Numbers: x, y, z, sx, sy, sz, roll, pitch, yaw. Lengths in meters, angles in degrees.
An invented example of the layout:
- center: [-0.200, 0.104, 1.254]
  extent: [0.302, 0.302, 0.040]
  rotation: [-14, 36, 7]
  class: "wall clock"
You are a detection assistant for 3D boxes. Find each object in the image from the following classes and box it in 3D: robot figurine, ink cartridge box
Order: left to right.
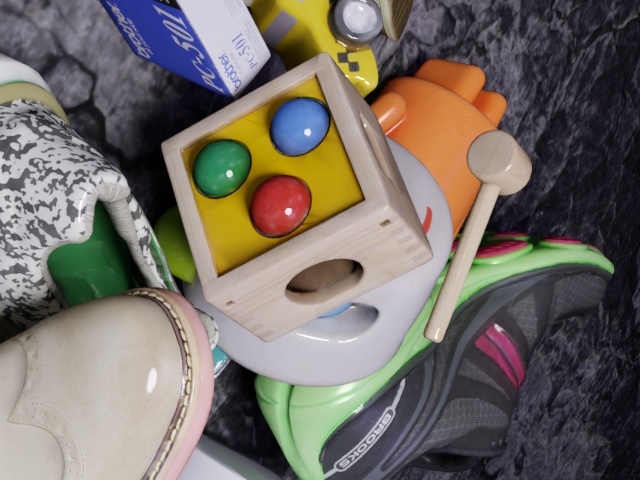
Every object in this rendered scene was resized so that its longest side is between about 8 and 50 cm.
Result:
- center: [-0.109, -0.176, 0.738]
  extent: [0.046, 0.097, 0.207]
  rotation: [-54, 148, -15]
  class: "ink cartridge box"
- center: [0.079, -0.060, 1.089]
  extent: [0.219, 0.128, 0.158]
  rotation: [-58, 171, -10]
  class: "robot figurine"

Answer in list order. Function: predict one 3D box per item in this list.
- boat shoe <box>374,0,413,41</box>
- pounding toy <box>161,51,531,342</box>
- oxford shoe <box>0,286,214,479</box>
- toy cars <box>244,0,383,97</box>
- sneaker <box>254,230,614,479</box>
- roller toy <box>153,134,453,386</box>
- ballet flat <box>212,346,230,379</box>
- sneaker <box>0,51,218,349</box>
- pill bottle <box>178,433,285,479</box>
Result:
- center: [0.042, -0.221, 0.997]
  extent: [0.056, 0.048, 0.153]
  rotation: [-68, 158, -15]
  class: "boat shoe"
- center: [0.023, -0.024, 0.742]
  extent: [0.206, 0.181, 0.094]
  rotation: [-28, 147, 13]
  class: "pounding toy"
- center: [-0.229, 0.154, 0.647]
  extent: [0.397, 0.140, 0.146]
  rotation: [-39, 149, 14]
  class: "oxford shoe"
- center: [-0.012, -0.269, 0.776]
  extent: [0.087, 0.176, 0.393]
  rotation: [-7, 125, -19]
  class: "toy cars"
- center: [0.124, 0.118, 1.205]
  extent: [0.483, 0.185, 0.202]
  rotation: [-24, 110, -40]
  class: "sneaker"
- center: [0.000, 0.000, 0.925]
  extent: [0.209, 0.191, 0.146]
  rotation: [-23, 149, -39]
  class: "roller toy"
- center: [-0.113, 0.119, 1.031]
  extent: [0.114, 0.041, 0.041]
  rotation: [-53, 148, -16]
  class: "ballet flat"
- center: [-0.143, 0.063, 0.789]
  extent: [0.158, 0.182, 0.410]
  rotation: [-49, 147, -21]
  class: "sneaker"
- center: [-0.132, 0.318, 1.028]
  extent: [0.283, 0.161, 0.161]
  rotation: [-61, 150, -3]
  class: "pill bottle"
